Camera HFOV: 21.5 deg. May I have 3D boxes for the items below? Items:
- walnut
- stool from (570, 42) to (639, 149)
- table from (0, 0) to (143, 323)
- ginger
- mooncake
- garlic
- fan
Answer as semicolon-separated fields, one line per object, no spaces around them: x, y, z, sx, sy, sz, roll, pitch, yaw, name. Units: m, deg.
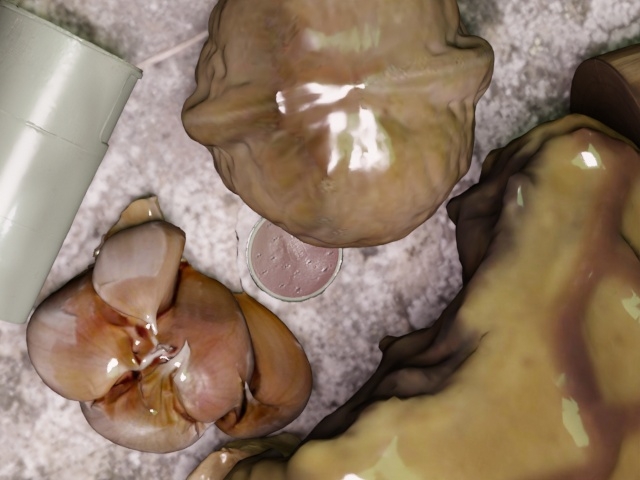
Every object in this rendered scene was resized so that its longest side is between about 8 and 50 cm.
0.017;-0.116;1.301;0.248;0.248;0.248;-2;98;-13;walnut
0.367;-0.105;1.410;0.264;0.179;0.179;-18;101;-11;stool
-0.238;-0.060;1.296;0.126;0.126;0.220;25;90;-15;table
-0.093;0.243;1.381;0.213;0.074;0.137;-55;149;15;ginger
0.128;0.108;1.260;0.393;0.246;0.394;3;77;-23;mooncake
-0.124;0.094;1.334;0.160;0.191;0.214;-32;117;17;garlic
0.000;0.000;1.424;0.133;0.005;0.085;-26;102;-9;fan
